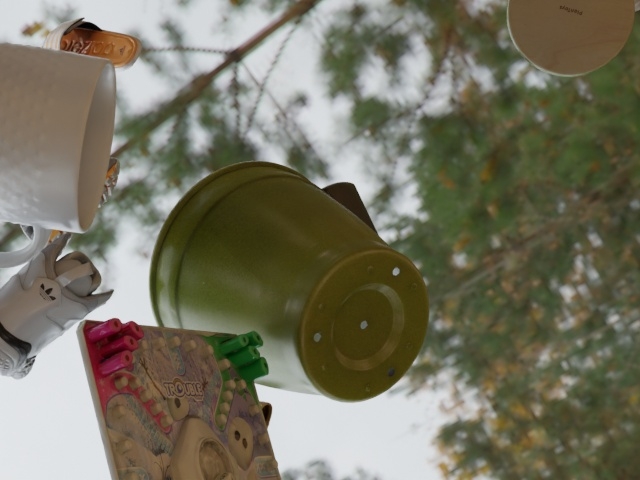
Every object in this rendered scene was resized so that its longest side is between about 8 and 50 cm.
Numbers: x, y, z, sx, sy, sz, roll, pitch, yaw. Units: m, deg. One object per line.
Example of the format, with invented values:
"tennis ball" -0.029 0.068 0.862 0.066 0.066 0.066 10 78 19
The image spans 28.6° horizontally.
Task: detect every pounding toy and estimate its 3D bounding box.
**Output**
"pounding toy" 0.347 -0.353 1.863 0.237 0.183 0.110 44 -170 0

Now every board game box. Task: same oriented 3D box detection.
"board game box" -0.133 0.288 1.591 0.390 0.050 0.390 14 -124 -63

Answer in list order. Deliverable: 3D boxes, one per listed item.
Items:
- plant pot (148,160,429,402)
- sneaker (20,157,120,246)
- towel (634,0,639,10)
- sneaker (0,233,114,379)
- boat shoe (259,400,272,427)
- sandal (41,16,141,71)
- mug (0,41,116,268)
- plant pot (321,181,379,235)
"plant pot" -0.026 0.085 1.959 0.366 0.366 0.353 41 169 -35
"sneaker" -0.437 -0.074 2.202 0.083 0.215 0.084 41 164 10
"towel" 0.447 -0.486 2.104 0.282 0.187 0.049 53 -157 -26
"sneaker" -0.435 0.106 1.963 0.137 0.210 0.366 53 170 -3
"boat shoe" -0.126 0.351 2.211 0.063 0.059 0.170 52 -141 -38
"sandal" -0.448 -0.375 2.367 0.076 0.265 0.102 39 -115 -49
"mug" -0.514 -0.128 1.971 0.328 0.374 0.276 9 -156 -1
"plant pot" 0.000 0.000 2.318 0.188 0.187 0.167 65 -171 12
